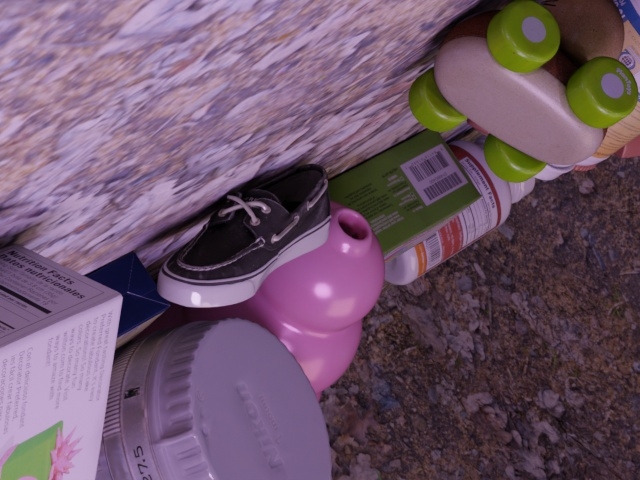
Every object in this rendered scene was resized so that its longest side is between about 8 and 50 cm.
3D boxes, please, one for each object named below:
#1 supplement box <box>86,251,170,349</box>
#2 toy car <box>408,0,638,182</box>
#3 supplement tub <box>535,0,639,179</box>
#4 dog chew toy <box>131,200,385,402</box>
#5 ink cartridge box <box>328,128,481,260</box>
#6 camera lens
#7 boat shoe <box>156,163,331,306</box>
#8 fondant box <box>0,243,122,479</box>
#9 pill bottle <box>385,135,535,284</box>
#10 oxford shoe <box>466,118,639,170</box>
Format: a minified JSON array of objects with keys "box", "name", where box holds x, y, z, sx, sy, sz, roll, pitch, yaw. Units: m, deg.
[{"box":[-0.185,0.063,1.366,0.083,0.056,0.083,-30,174,-39],"name":"supplement box"},{"box":[0.183,-0.166,1.322,0.155,0.149,0.188,-35,-156,59],"name":"toy car"},{"box":[0.246,-0.156,1.452,0.200,0.144,0.144,-37,174,31],"name":"supplement tub"},{"box":[-0.056,0.081,1.607,0.207,0.206,0.332,-27,163,-49],"name":"dog chew toy"},{"box":[0.027,-0.001,1.817,0.189,0.097,0.255,-29,172,-38],"name":"ink cartridge box"},{"box":[-0.157,0.202,1.467,0.274,0.219,0.219,-23,180,29],"name":"camera lens"},{"box":[-0.063,-0.010,1.391,0.219,0.078,0.070,-35,137,-53],"name":"boat shoe"},{"box":[-0.264,0.163,0.956,0.330,0.096,0.238,-24,132,-53],"name":"fondant box"},{"box":[0.150,-0.046,1.997,0.216,0.121,0.121,-31,174,-24],"name":"pill bottle"},{"box":[0.296,-0.174,1.888,0.397,0.140,0.146,-16,132,-57],"name":"oxford shoe"}]
